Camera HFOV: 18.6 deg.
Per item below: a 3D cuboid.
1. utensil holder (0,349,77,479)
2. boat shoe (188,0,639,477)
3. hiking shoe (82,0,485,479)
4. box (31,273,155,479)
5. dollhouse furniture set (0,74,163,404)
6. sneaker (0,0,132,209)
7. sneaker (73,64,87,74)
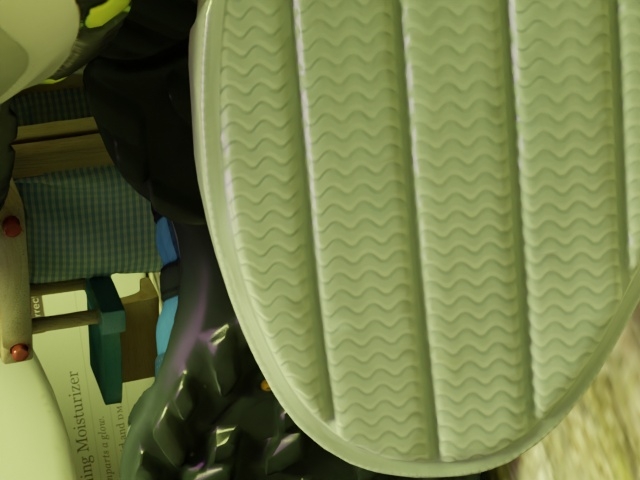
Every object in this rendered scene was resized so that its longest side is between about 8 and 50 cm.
[{"bbox_3d":[-0.285,0.160,0.868,0.385,0.328,0.327,136,123,-65],"label":"utensil holder"},{"bbox_3d":[0.029,-0.102,0.419,0.094,0.109,0.302,-92,4,-78],"label":"boat shoe"},{"bbox_3d":[0.000,0.000,0.595,0.132,0.113,0.304,-77,-11,-50],"label":"hiking shoe"},{"bbox_3d":[-0.168,0.094,1.174,0.182,0.119,0.181,-152,54,-71],"label":"box"},{"bbox_3d":[-0.068,0.027,0.751,0.129,0.129,0.183,-121,27,-53],"label":"dollhouse furniture set"},{"bbox_3d":[-0.167,-0.051,0.526,0.145,0.147,0.385,60,162,2],"label":"sneaker"},{"bbox_3d":[-0.080,-0.155,0.573,0.132,0.086,0.228,-79,-21,-63],"label":"sneaker"}]
